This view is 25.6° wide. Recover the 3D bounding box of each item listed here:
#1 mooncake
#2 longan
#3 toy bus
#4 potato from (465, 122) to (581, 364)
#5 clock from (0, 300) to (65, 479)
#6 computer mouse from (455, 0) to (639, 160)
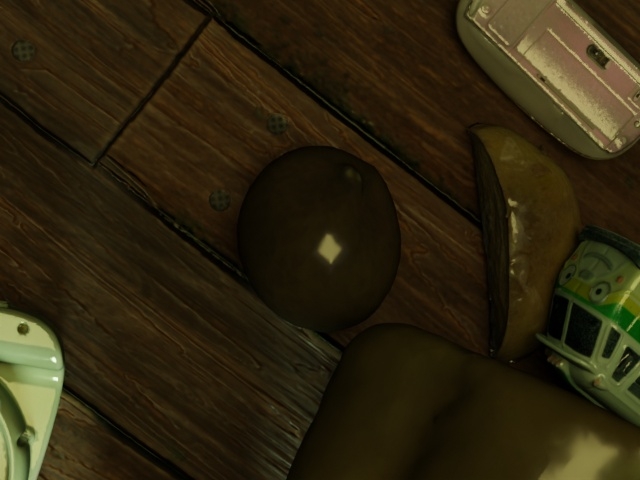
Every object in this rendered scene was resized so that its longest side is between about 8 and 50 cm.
[{"bbox_3d":[0.184,0.276,1.273,0.467,0.467,0.262,33,81,-8],"label":"mooncake"},{"bbox_3d":[0.000,0.000,1.392,0.189,0.189,0.189,0,89,-10],"label":"longan"},{"bbox_3d":[0.350,0.122,1.438,0.276,0.134,0.164,37,89,-23],"label":"toy bus"},{"bbox_3d":[0.229,-0.002,1.463,0.120,0.100,0.261,-7,90,-9],"label":"potato"},{"bbox_3d":[-0.393,0.207,1.347,0.265,0.108,0.324,9,88,-10],"label":"clock"},{"bbox_3d":[0.251,-0.193,1.494,0.245,0.056,0.126,41,82,-6],"label":"computer mouse"}]
